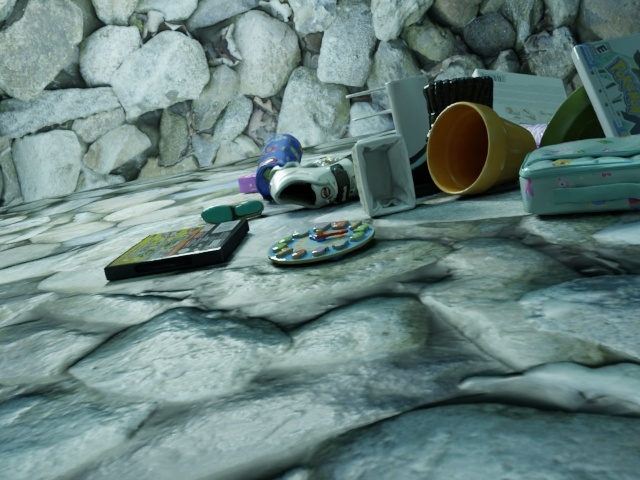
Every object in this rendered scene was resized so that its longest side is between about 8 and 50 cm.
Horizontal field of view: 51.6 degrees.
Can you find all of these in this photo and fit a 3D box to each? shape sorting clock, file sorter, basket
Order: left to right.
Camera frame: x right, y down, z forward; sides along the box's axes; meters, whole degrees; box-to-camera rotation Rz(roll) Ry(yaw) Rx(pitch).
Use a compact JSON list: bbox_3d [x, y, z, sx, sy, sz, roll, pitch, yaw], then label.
[{"bbox_3d":[0.000,0.000,1.243,0.206,0.040,0.206,-11,12,2],"label":"shape sorting clock"},{"bbox_3d":[0.137,-0.145,1.493,0.113,0.167,0.103,-12,6,-7],"label":"basket"},{"bbox_3d":[0.209,-0.301,1.863,0.173,0.278,0.193,-6,13,40],"label":"file sorter"}]

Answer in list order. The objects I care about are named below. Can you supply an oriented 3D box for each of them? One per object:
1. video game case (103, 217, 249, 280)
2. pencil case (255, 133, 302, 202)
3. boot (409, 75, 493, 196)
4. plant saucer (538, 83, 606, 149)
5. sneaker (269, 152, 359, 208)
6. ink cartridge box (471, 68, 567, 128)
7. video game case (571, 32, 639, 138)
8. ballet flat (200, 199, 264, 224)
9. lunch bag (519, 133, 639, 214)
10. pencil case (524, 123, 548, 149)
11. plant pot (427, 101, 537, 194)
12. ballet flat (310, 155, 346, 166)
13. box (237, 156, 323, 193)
[{"bbox_3d":[-0.301,0.016,1.446,0.248,0.035,0.275,-9,14,7],"label":"video game case"},{"bbox_3d":[-0.123,-0.228,2.043,0.119,0.133,0.306,-34,21,19],"label":"pencil case"},{"bbox_3d":[0.273,-0.256,1.628,0.348,0.260,0.131,-13,12,-12],"label":"boot"},{"bbox_3d":[0.598,-0.254,1.511,0.241,0.241,0.037,-19,47,-30],"label":"plant saucer"},{"bbox_3d":[0.031,-0.139,1.710,0.330,0.122,0.146,-9,31,4],"label":"sneaker"},{"bbox_3d":[0.623,-0.400,2.035,0.296,0.261,0.066,4,-31,-10],"label":"ink cartridge box"},{"bbox_3d":[0.724,-0.299,1.382,0.300,0.329,0.036,-11,-23,-2],"label":"video game case"},{"bbox_3d":[-0.230,-0.068,1.745,0.168,0.057,0.052,-9,-16,-9],"label":"ballet flat"},{"bbox_3d":[0.504,-0.119,1.178,0.279,0.108,0.224,-5,14,27],"label":"lunch bag"},{"bbox_3d":[0.638,-0.279,1.843,0.088,0.086,0.206,-41,16,-5],"label":"pencil case"},{"bbox_3d":[0.379,-0.202,1.506,0.188,0.205,0.205,0,5,-31],"label":"plant pot"},{"bbox_3d":[0.055,-0.222,2.092,0.241,0.091,0.077,-11,34,17],"label":"ballet flat"},{"bbox_3d":[-0.131,-0.230,2.325,0.201,0.057,0.293,-4,15,25],"label":"box"}]
